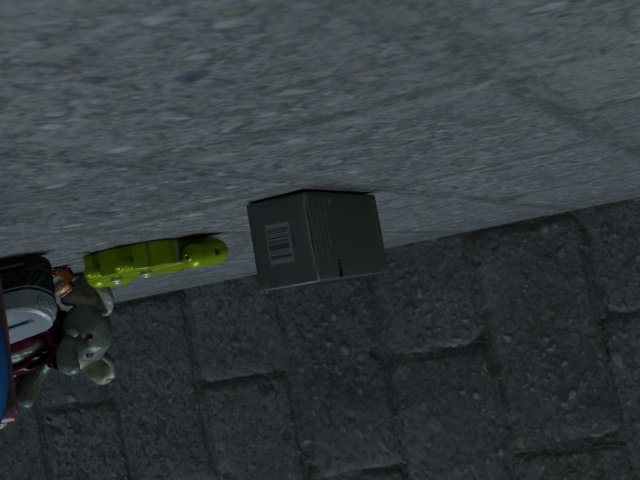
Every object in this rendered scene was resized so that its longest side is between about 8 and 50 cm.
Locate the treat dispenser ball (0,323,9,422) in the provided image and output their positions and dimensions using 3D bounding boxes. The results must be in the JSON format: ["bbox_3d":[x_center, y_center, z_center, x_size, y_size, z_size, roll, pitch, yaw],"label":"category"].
[{"bbox_3d":[-0.436,0.126,1.006,0.288,0.288,0.288,-10,176,-1],"label":"treat dispenser ball"}]

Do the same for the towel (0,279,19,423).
[{"bbox_3d":[-0.510,0.120,1.188,0.329,0.237,0.037,-9,150,-13],"label":"towel"}]

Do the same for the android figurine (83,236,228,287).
[{"bbox_3d":[-0.287,0.036,1.857,0.248,0.056,0.273,-12,178,26],"label":"android figurine"}]

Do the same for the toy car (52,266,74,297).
[{"bbox_3d":[-0.494,0.080,1.948,0.122,0.060,0.040,-20,140,29],"label":"toy car"}]

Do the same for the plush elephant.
[{"bbox_3d":[-0.531,0.200,2.158,0.255,0.271,0.330,2,-151,16],"label":"plush elephant"}]

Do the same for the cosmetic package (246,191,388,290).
[{"bbox_3d":[0.000,0.000,1.547,0.107,0.127,0.238,-12,178,29],"label":"cosmetic package"}]

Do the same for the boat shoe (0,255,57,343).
[{"bbox_3d":[-0.549,0.109,1.682,0.335,0.119,0.121,-13,142,14],"label":"boat shoe"}]
